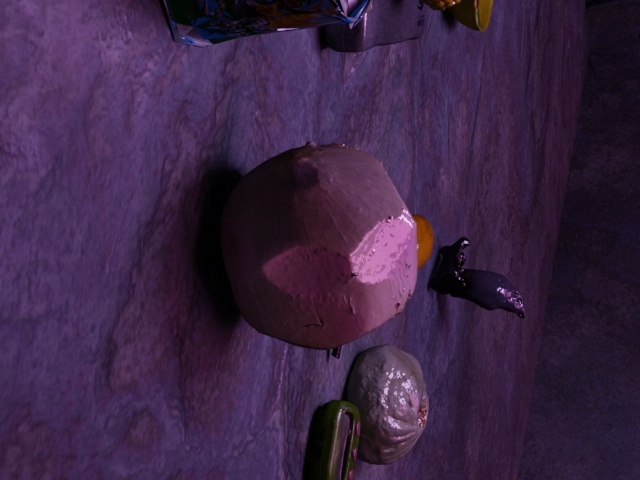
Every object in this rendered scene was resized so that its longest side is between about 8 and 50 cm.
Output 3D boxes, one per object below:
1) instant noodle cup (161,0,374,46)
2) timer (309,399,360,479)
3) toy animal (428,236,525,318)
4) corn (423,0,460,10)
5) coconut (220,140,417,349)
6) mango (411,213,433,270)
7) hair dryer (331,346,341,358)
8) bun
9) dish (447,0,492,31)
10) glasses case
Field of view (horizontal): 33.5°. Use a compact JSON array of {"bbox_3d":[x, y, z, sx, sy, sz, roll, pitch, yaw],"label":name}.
[{"bbox_3d":[-0.044,-0.314,1.093,0.240,0.178,0.240,5,90,-70],"label":"instant noodle cup"},{"bbox_3d":[0.022,0.309,1.586,0.128,0.047,0.140,43,54,-66],"label":"timer"},{"bbox_3d":[0.318,0.107,2.175,0.210,0.117,0.121,37,39,-14],"label":"toy animal"},{"bbox_3d":[0.114,-0.465,1.491,0.305,0.106,0.106,60,33,-19],"label":"corn"},{"bbox_3d":[0.001,-0.002,1.217,0.230,0.227,0.227,83,22,-45],"label":"coconut"},{"bbox_3d":[0.144,0.020,1.818,0.190,0.075,0.098,-54,138,-43],"label":"mango"},{"bbox_3d":[0.040,0.055,1.565,0.195,0.078,0.248,6,94,-68],"label":"hair dryer"},{"bbox_3d":[0.115,0.267,1.731,0.195,0.118,0.195,1,90,-70],"label":"bun"},{"bbox_3d":[0.292,-0.488,2.101,0.207,0.080,0.148,-46,140,-62],"label":"dish"},{"bbox_3d":[0.087,-0.356,1.585,0.323,0.074,0.131,-33,126,-65],"label":"glasses case"}]
